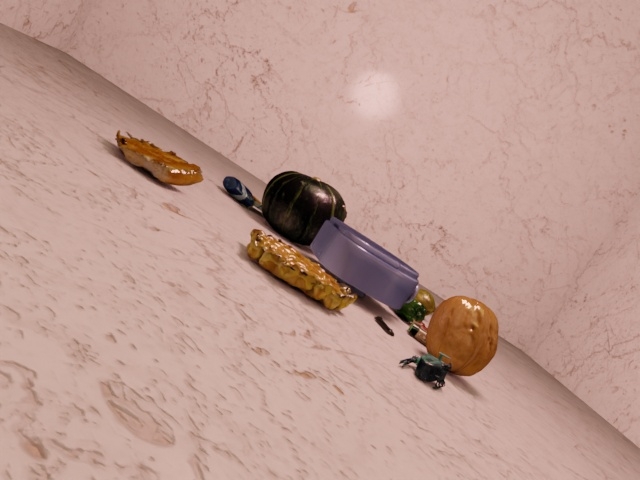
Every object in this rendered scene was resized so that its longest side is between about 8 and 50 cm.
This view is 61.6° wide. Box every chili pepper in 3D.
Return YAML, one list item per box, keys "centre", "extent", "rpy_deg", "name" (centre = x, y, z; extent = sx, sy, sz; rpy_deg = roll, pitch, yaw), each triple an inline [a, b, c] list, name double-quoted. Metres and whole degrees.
- centre: [0.306, 0.236, 1.951]
  extent: [0.099, 0.083, 0.253]
  rpy_deg: [34, 1, -11]
  name: "chili pepper"

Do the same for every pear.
- centre: [0.424, 0.261, 2.263]
  extent: [0.107, 0.107, 0.131]
  rpy_deg: [29, 19, -39]
  name: "pear"

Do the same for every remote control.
- centre: [0.182, 0.240, 1.516]
  extent: [0.034, 0.016, 0.091]
  rpy_deg: [36, 5, -27]
  name: "remote control"

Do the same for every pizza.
- centre: [-0.483, -0.233, 1.505]
  extent: [0.297, 0.071, 0.189]
  rpy_deg: [31, 17, 11]
  name: "pizza"

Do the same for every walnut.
- centre: [0.399, 0.265, 1.509]
  extent: [0.195, 0.221, 0.195]
  rpy_deg: [18, -18, 6]
  name: "walnut"

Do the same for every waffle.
- centre: [-0.048, 0.078, 1.349]
  extent: [0.329, 0.062, 0.329]
  rpy_deg: [34, 4, -3]
  name: "waffle"

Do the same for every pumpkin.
- centre: [-0.060, -0.125, 2.013]
  extent: [0.323, 0.241, 0.323]
  rpy_deg: [22, 17, -7]
  name: "pumpkin"

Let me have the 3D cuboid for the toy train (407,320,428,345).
- centre: [0.334, 0.302, 1.685]
  extent: [0.138, 0.050, 0.087]
  rpy_deg: [33, 11, 16]
  name: "toy train"

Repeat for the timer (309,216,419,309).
- centre: [0.152, 0.096, 1.766]
  extent: [0.395, 0.173, 0.395]
  rpy_deg: [33, 4, -3]
  name: "timer"

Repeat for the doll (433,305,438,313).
- centre: [0.575, 0.349, 2.552]
  extent: [0.102, 0.075, 0.227]
  rpy_deg: [43, -6, -1]
  name: "doll"

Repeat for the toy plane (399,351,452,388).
- centre: [0.264, 0.302, 1.284]
  extent: [0.096, 0.060, 0.235]
  rpy_deg: [22, 3, 30]
  name: "toy plane"

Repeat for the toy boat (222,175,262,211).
- centre: [-0.265, -0.142, 2.149]
  extent: [0.291, 0.067, 0.220]
  rpy_deg: [44, -1, -38]
  name: "toy boat"
